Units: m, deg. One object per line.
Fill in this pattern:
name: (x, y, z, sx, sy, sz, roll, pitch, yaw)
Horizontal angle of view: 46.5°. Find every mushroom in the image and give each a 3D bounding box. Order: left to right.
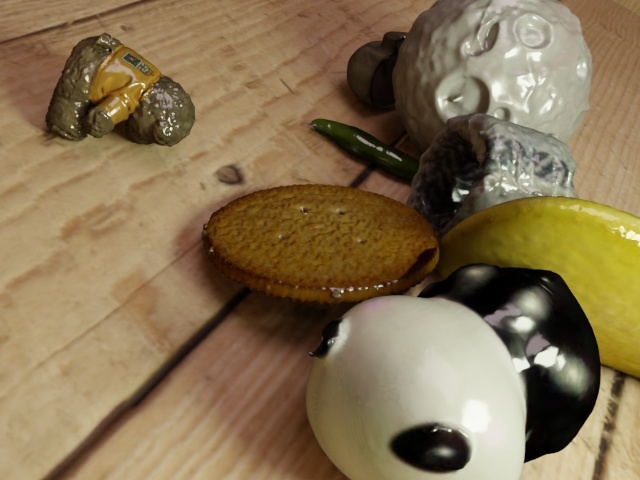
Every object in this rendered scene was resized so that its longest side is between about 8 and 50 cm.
mushroom: (0.115, -0.324, 1.402, 0.117, 0.141, 0.188, 20, 28, 29)

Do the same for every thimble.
thimble: (0.240, -0.068, 1.080, 0.157, 0.245, 0.217, 12, 76, -19)

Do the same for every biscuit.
biscuit: (0.000, 0.000, 0.948, 0.305, 0.038, 0.305, 2, 27, -1)

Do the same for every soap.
soap: (0.357, 0.066, 0.957, 0.427, 0.306, 0.115, 25, 66, -14)

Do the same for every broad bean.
broad bean: (0.117, -0.137, 1.251, 0.297, 0.043, 0.060, 26, 26, -3)

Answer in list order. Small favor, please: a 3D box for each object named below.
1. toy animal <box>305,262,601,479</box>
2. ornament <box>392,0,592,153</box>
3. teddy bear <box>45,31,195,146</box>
toy animal: (0.132, 0.146, 0.777, 0.310, 0.251, 0.251, -10, 50, -48)
ornament: (0.285, -0.269, 1.269, 0.337, 0.337, 0.337, 17, 38, -14)
teddy bear: (-0.263, -0.199, 1.026, 0.190, 0.140, 0.177, 27, 33, -13)
